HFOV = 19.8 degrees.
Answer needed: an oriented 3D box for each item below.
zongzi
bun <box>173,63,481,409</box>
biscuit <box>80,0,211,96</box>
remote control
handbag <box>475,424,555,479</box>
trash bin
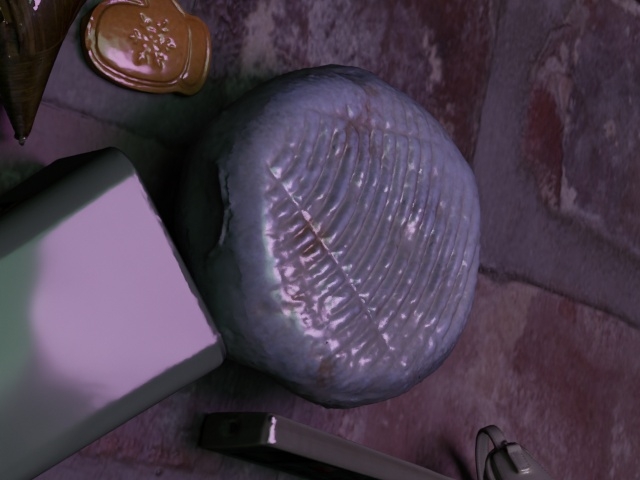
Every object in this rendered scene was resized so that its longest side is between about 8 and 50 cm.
[{"bbox_3d":[-0.233,-0.239,1.697,0.221,0.112,0.242,-31,111,-34],"label":"zongzi"},{"bbox_3d":[-0.004,-0.004,1.774,0.354,0.194,0.354,12,72,-41],"label":"bun"},{"bbox_3d":[-0.168,-0.201,1.786,0.140,0.023,0.118,1,86,-34],"label":"biscuit"},{"bbox_3d":[0.025,0.227,1.824,0.285,0.123,0.038,24,71,-33],"label":"remote control"},{"bbox_3d":[0.207,0.319,1.888,0.079,0.219,0.256,-17,121,-12],"label":"handbag"},{"bbox_3d":[-0.283,0.095,1.596,0.343,0.158,0.223,-33,105,-32],"label":"trash bin"}]
